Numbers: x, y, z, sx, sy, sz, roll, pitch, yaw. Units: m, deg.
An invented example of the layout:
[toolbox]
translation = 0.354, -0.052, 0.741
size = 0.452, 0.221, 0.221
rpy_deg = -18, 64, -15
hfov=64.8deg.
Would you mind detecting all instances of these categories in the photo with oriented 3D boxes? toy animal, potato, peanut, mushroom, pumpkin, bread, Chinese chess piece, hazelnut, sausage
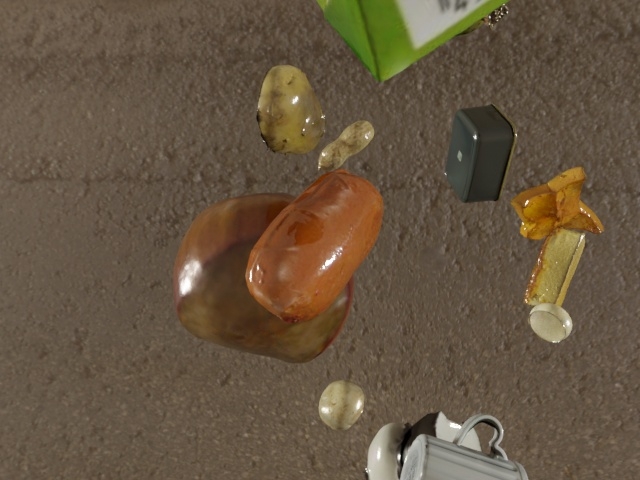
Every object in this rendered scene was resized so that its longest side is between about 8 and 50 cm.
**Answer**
[toy animal]
translation = 0.273, 0.624, 1.419
size = 0.310, 0.250, 0.251
rpy_deg = -42, 51, 38
[potato]
translation = -0.044, -0.233, 0.938
size = 0.080, 0.200, 0.164
rpy_deg = 12, 81, 20
[peanut]
translation = 0.079, -0.306, 1.661
size = 0.227, 0.104, 0.086
rpy_deg = -38, 86, 11
[mushroom]
translation = 0.072, 0.545, 1.664
size = 0.166, 0.127, 0.166
rpy_deg = -36, 22, 17
[pumpkin]
translation = 0.799, -0.097, 1.712
size = 0.258, 0.290, 0.095
rpy_deg = -25, 36, 15
[bread]
translation = 0.766, 0.098, 1.652
size = 0.114, 0.184, 0.275
rpy_deg = 23, 92, 30
[Chinese chess piece]
translation = 0.691, 0.246, 1.518
size = 0.051, 0.122, 0.122
rpy_deg = -34, 60, -32
[hazelnut]
translation = -0.099, 0.062, 0.990
size = 0.365, 0.366, 0.366
rpy_deg = -4, 61, 8
[sausage]
translation = 0.000, -0.002, 0.661
size = 0.133, 0.133, 0.258
rpy_deg = 24, 48, 21

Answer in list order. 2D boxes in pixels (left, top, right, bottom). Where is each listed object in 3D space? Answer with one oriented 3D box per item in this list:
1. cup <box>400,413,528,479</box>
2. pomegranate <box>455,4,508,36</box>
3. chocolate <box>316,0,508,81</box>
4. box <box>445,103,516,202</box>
[cup]
translation = 0.272, 0.457, 0.976
size = 0.201, 0.167, 0.221
rpy_deg = 20, 44, 2
[pomegranate]
translation = 0.223, -0.383, 0.789
size = 0.130, 0.130, 0.130
rpy_deg = -4, 61, 8
[chocolate]
translation = 0.095, -0.338, 0.429
size = 0.300, 0.137, 0.289
rpy_deg = -32, 61, 7
[box]
translation = 0.355, -0.193, 1.146
size = 0.090, 0.201, 0.145
rpy_deg = -7, 43, -7
